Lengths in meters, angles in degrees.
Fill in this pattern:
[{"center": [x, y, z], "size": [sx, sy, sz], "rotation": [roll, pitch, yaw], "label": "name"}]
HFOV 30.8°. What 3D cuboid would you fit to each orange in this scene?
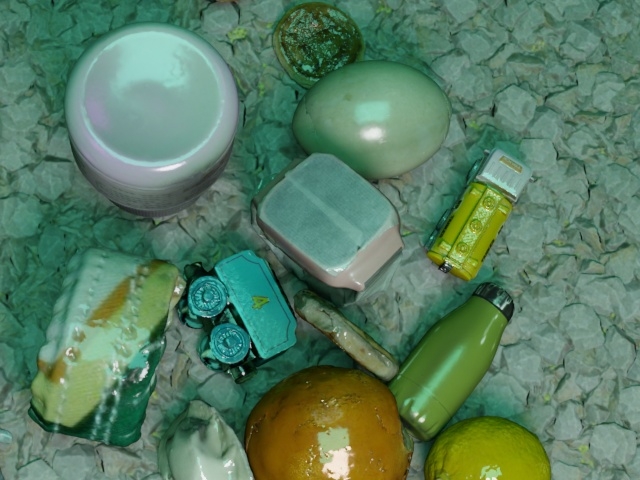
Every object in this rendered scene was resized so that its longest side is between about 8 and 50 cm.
[{"center": [0.013, 0.297, 1.670], "size": [0.240, 0.240, 0.240], "rotation": [2, 77, -7], "label": "orange"}]

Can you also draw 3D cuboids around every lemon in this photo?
[{"center": [0.244, 0.348, 1.712], "size": [0.203, 0.178, 0.178], "rotation": [2, 74, -41], "label": "lemon"}]

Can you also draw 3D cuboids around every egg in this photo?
[{"center": [0.081, -0.188, 1.811], "size": [0.253, 0.186, 0.186], "rotation": [-8, 78, -7], "label": "egg"}]

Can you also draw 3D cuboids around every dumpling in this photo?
[{"center": [-0.173, 0.309, 1.688], "size": [0.092, 0.176, 0.150], "rotation": [-3, 92, -25], "label": "dumpling"}]

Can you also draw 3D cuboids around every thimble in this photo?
[{"center": [-0.302, 0.143, 1.655], "size": [0.167, 0.254, 0.288], "rotation": [16, 63, -6], "label": "thimble"}]

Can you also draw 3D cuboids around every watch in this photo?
[{"center": [0.000, 0.000, 1.729], "size": [0.162, 0.241, 0.253], "rotation": [-42, 69, -17], "label": "watch"}]

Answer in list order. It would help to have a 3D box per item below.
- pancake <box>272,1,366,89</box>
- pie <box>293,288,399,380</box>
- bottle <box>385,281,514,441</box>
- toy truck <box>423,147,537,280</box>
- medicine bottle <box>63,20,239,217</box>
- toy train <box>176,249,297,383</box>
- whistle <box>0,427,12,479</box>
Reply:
[{"center": [-0.002, -0.324, 1.914], "size": [0.158, 0.028, 0.158], "rotation": [1, 76, -4], "label": "pancake"}, {"center": [0.035, 0.140, 1.733], "size": [0.195, 0.195, 0.046], "rotation": [39, 87, 3], "label": "pie"}, {"center": [0.203, 0.179, 1.782], "size": [0.112, 0.112, 0.260], "rotation": [39, 75, 3], "label": "bottle"}, {"center": [0.252, -0.038, 1.837], "size": [0.098, 0.114, 0.227], "rotation": [32, 75, 1], "label": "toy truck"}, {"center": [-0.247, -0.162, 1.705], "size": [0.241, 0.302, 0.241], "rotation": [2, 77, -8], "label": "medicine bottle"}, {"center": [-0.126, 0.110, 1.763], "size": [0.154, 0.107, 0.197], "rotation": [-23, 81, -19], "label": "toy train"}, {"center": [-0.526, 0.252, 1.670], "size": [0.142, 0.134, 0.346], "rotation": [-20, 88, -20], "label": "whistle"}]
